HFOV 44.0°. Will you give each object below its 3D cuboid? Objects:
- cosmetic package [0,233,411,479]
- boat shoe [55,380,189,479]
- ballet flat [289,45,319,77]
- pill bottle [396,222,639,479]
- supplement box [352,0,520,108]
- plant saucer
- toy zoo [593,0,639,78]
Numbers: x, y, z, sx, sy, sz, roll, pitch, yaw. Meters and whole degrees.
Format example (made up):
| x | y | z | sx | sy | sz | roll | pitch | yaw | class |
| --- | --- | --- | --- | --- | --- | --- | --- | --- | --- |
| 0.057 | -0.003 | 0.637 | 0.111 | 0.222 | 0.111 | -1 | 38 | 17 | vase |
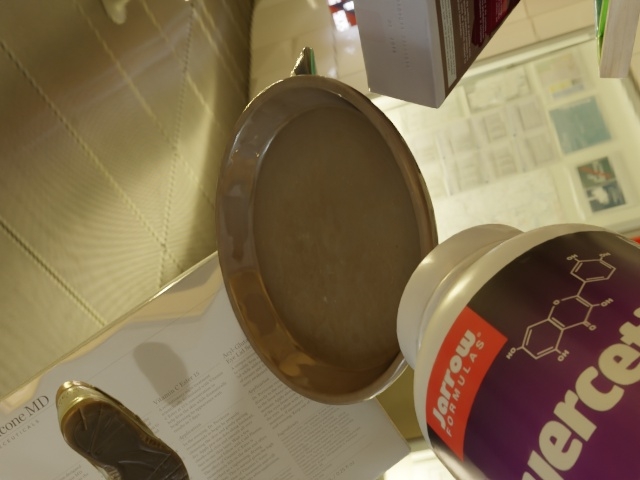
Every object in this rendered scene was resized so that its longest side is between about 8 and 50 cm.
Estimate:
| x | y | z | sx | sy | sz | roll | pitch | yaw | class |
| --- | --- | --- | --- | --- | --- | --- | --- | --- | --- |
| -0.141 | 0.204 | 0.816 | 0.285 | 0.377 | 0.097 | 57 | 172 | -8 | cosmetic package |
| -0.134 | 0.141 | 0.543 | 0.045 | 0.050 | 0.135 | 37 | 158 | 48 | boat shoe |
| -0.024 | -0.231 | 1.301 | 0.074 | 0.074 | 0.203 | 47 | -154 | -63 | ballet flat |
| 0.171 | 0.105 | 0.422 | 0.323 | 0.181 | 0.182 | 42 | 159 | 57 | pill bottle |
| 0.120 | -0.239 | 0.669 | 0.239 | 0.073 | 0.130 | -51 | -34 | -28 | supplement box |
| 0.000 | 0.000 | 0.677 | 0.041 | 0.277 | 0.278 | -9 | -97 | -41 | plant saucer |
| 0.310 | -0.334 | 0.822 | 0.192 | 0.030 | 0.293 | 79 | -161 | -48 | toy zoo |
